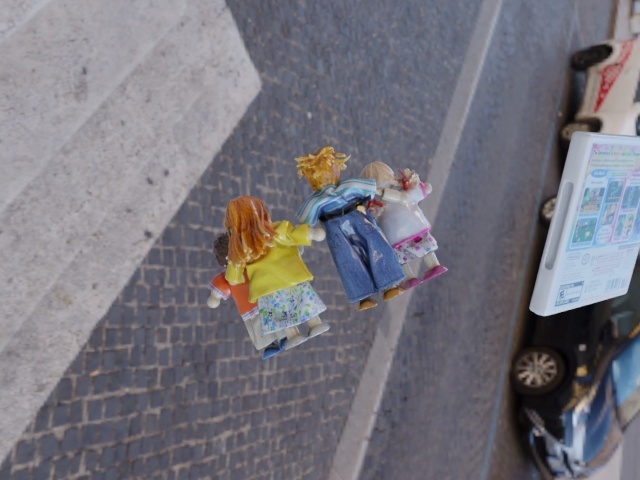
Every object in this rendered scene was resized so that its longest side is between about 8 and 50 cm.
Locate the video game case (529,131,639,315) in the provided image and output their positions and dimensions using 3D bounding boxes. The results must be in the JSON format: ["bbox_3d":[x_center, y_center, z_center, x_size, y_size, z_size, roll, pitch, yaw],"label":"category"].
[{"bbox_3d":[0.232,-0.016,0.650,0.157,0.019,0.143,-5,110,-46],"label":"video game case"}]

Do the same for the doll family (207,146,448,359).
[{"bbox_3d":[0.000,0.000,0.779,0.163,0.263,0.118,64,-2,5],"label":"doll family"}]
